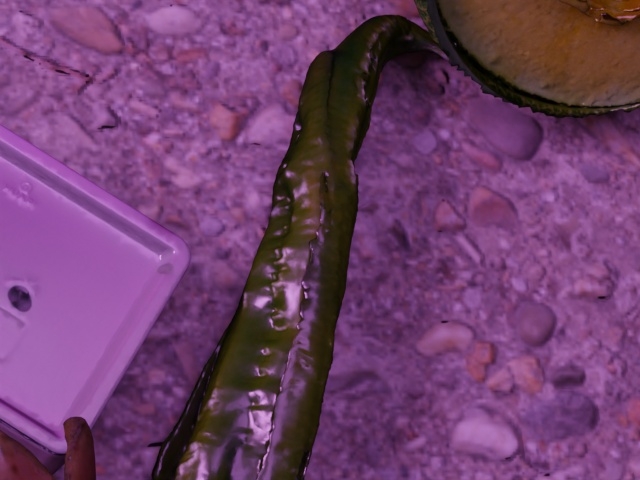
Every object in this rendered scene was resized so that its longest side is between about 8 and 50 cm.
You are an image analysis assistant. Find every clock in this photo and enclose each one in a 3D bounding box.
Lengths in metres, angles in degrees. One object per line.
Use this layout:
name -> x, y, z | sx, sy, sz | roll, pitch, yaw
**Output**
clock -> -0.190, 0.019, 1.041 | 0.197, 0.063, 0.150 | 32, 61, -6

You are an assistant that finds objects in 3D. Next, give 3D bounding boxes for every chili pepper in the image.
chili pepper -> 0.000, 0.000, 1.124 | 0.085, 0.076, 0.359 | 15, 62, 13

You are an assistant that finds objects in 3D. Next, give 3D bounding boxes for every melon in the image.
melon -> 0.137, -0.180, 1.224 | 0.265, 0.129, 0.169 | 15, 34, -27

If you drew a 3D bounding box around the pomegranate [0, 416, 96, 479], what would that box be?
pomegranate -> -0.077, 0.256, 0.894 | 0.323, 0.291, 0.291 | 26, 58, 21
